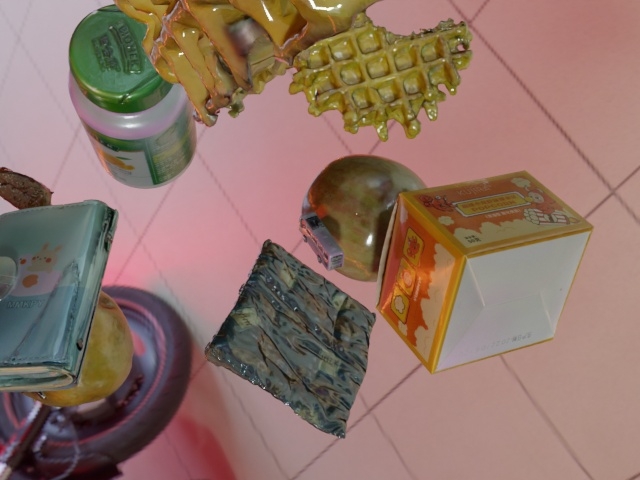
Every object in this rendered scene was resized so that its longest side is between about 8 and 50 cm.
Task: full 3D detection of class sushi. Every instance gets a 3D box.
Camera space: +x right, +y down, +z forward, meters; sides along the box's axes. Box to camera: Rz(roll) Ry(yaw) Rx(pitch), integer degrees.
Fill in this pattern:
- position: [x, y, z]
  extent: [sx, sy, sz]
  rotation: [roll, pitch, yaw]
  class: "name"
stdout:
- position: [-0.444, -0.072, 1.307]
  extent: [0.118, 0.061, 0.060]
  rotation: [45, 176, -11]
  class: "sushi"

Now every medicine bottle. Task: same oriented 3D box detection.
- position: [-0.211, -0.158, 0.996]
  extent: [0.133, 0.133, 0.274]
  rotation: [63, 168, 10]
  class: "medicine bottle"

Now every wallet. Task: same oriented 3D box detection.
- position: [-0.357, 0.067, 1.095]
  extent: [0.176, 0.250, 0.075]
  rotation: [-6, 142, 14]
  class: "wallet"

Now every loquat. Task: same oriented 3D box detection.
- position: [-0.404, 0.164, 1.375]
  extent: [0.213, 0.213, 0.213]
  rotation: [16, 113, 42]
  class: "loquat"

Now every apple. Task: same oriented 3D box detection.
- position: [0.092, -0.048, 1.756]
  extent: [0.234, 0.257, 0.257]
  rotation: [29, 121, 30]
  class: "apple"

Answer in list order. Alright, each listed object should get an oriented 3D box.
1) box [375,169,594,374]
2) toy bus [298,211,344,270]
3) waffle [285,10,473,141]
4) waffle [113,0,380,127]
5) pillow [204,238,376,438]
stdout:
- position: [0.278, 0.047, 1.537]
  extent: [0.214, 0.283, 0.260]
  rotation: [48, 139, 44]
  class: "box"
- position: [0.000, 0.000, 1.617]
  extent: [0.131, 0.037, 0.052]
  rotation: [55, 155, 39]
  class: "toy bus"
- position: [0.073, -0.287, 1.322]
  extent: [0.293, 0.260, 0.069]
  rotation: [31, 169, 6]
  class: "waffle"
- position: [-0.062, -0.153, 0.384]
  extent: [0.283, 0.065, 0.309]
  rotation: [42, 162, 33]
  class: "waffle"
- position: [-0.023, 0.111, 1.065]
  extent: [0.189, 0.255, 0.034]
  rotation: [33, 121, -7]
  class: "pillow"
